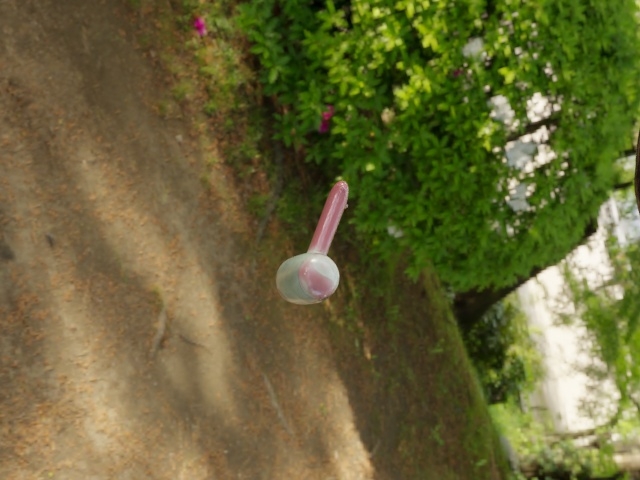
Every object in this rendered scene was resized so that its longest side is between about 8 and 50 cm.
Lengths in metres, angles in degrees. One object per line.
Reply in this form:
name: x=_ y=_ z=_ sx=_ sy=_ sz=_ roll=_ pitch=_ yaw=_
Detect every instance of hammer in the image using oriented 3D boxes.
hammer: x=0.000 y=0.000 z=0.503 sx=0.031 sy=0.052 sz=0.083 roll=26 pitch=75 yaw=-21

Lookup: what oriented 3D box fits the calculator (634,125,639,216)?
calculator: x=0.259 y=-0.069 z=0.532 sx=0.024 sy=0.103 sz=0.166 roll=-119 pitch=-145 yaw=-78
